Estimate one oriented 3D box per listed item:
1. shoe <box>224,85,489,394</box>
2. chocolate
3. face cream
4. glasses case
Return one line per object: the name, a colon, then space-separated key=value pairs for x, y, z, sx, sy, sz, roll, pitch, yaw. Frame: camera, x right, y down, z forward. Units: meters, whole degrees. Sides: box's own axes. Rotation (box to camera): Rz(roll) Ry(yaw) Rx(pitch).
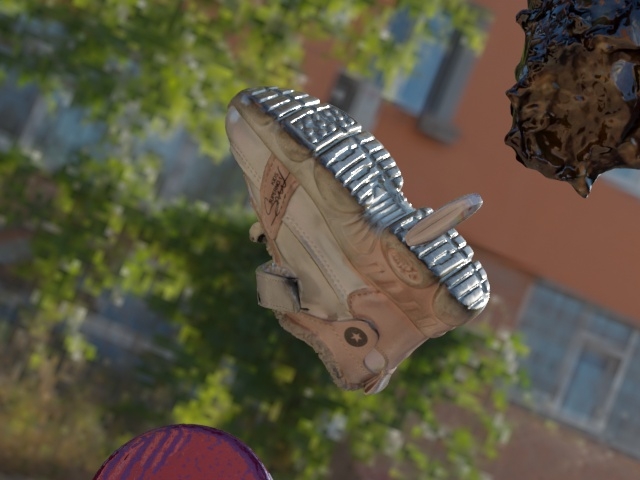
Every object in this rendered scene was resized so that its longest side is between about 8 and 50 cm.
shoe: x=-0.002 y=0.000 z=2.065 sx=0.351 sy=0.198 sz=0.172 roll=49 pitch=23 yaw=16
chocolate: x=0.250 y=-0.138 z=1.829 sx=0.224 sy=0.177 sz=0.206 roll=45 pitch=-28 yaw=-8
face cream: x=-0.106 y=0.276 z=1.727 sx=0.175 sy=0.175 sz=0.195 roll=19 pitch=-24 yaw=22
glasses case: x=0.107 y=-0.018 z=1.708 sx=0.083 sy=0.021 sz=0.032 roll=-34 pitch=-8 yaw=37
